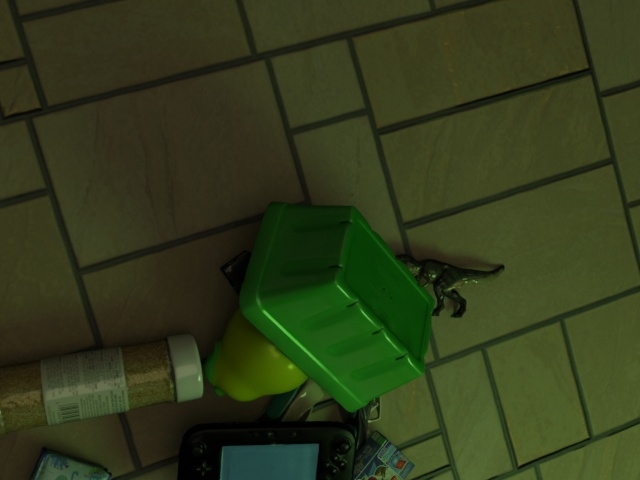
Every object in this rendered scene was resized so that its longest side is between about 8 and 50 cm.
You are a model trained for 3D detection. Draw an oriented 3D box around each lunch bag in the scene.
[{"bbox_3d":[-0.454,0.455,1.513,0.129,0.096,0.151,23,76,-16],"label":"lunch bag"}]

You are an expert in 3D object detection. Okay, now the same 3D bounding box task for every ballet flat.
[{"bbox_3d":[0.081,0.355,1.677,0.074,0.074,0.203,11,86,-16],"label":"ballet flat"},{"bbox_3d":[-0.085,0.355,1.628,0.086,0.086,0.248,45,79,-13],"label":"ballet flat"}]

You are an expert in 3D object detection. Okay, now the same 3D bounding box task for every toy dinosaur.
[{"bbox_3d":[0.252,0.094,1.723,0.268,0.064,0.118,6,83,-19],"label":"toy dinosaur"}]

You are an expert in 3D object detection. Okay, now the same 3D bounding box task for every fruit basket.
[{"bbox_3d":[-0.031,0.141,1.543,0.392,0.392,0.282,27,51,-15],"label":"fruit basket"}]

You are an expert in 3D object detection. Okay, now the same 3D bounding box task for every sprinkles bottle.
[{"bbox_3d":[-0.388,0.248,1.511,0.356,0.121,0.121,-8,94,-15],"label":"sprinkles bottle"}]

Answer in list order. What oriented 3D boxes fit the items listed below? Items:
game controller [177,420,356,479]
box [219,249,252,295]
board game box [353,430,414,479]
[{"bbox_3d":[-0.093,0.403,1.541,0.319,0.067,0.166,2,95,-15],"label":"game controller"},{"bbox_3d":[-0.137,0.069,1.613,0.062,0.052,0.083,-35,100,-12],"label":"box"},{"bbox_3d":[0.083,0.477,1.663,0.201,0.035,0.136,-49,135,-10],"label":"board game box"}]
